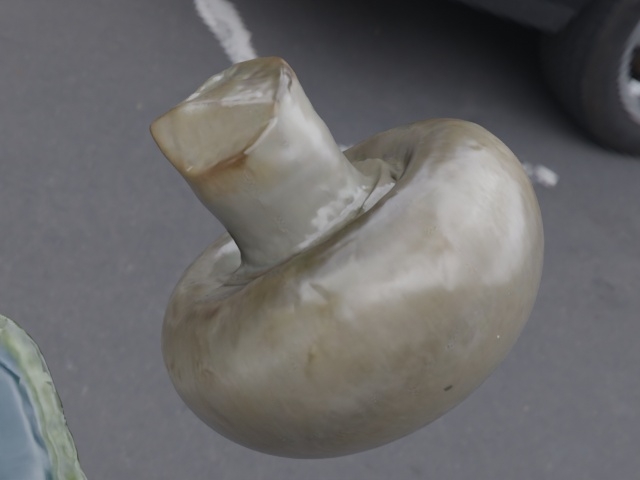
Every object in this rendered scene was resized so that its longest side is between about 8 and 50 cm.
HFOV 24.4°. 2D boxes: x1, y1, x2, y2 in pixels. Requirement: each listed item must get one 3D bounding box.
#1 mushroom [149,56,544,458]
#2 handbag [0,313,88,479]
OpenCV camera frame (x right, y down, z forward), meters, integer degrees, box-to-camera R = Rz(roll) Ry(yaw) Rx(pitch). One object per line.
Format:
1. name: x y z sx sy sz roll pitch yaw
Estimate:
1. mushroom: 0.000 0.000 0.727 0.204 0.204 0.204 19 36 -14
2. handbag: -0.200 0.166 0.439 0.263 0.241 0.222 -7 63 -43
